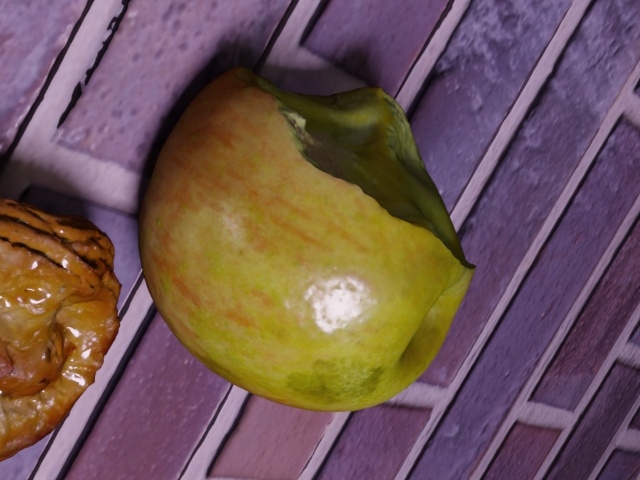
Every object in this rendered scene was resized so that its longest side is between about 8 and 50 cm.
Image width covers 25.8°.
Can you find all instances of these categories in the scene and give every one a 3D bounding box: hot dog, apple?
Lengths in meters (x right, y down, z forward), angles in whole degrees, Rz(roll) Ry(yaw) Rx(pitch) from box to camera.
[{"bbox_3d":[-0.224,0.048,0.866,0.259,0.114,0.175,22,99,-57],"label":"hot dog"},{"bbox_3d":[0.000,0.000,1.009,0.246,0.226,0.246,-35,143,-31],"label":"apple"}]
